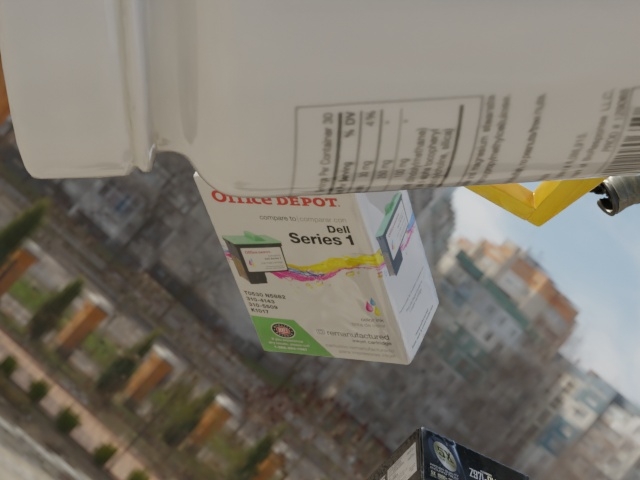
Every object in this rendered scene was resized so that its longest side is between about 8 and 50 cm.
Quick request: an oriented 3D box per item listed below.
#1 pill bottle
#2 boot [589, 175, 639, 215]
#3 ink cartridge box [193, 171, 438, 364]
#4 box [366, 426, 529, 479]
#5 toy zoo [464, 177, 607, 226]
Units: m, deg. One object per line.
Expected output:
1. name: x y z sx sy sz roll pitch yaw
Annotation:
1. pill bottle: 0.023 -0.100 0.495 0.160 0.283 0.160 176 -90 -84
2. boot: 0.413 -0.120 1.623 0.246 0.161 0.083 -90 170 -61
3. ink cartridge box: 0.000 0.000 1.445 0.201 0.117 0.278 3 -48 27
4. box: 0.118 0.305 1.352 0.147 0.180 0.077 27 34 -17
5. toy zoo: 0.146 -0.124 0.975 0.293 0.192 0.030 28 36 -16
